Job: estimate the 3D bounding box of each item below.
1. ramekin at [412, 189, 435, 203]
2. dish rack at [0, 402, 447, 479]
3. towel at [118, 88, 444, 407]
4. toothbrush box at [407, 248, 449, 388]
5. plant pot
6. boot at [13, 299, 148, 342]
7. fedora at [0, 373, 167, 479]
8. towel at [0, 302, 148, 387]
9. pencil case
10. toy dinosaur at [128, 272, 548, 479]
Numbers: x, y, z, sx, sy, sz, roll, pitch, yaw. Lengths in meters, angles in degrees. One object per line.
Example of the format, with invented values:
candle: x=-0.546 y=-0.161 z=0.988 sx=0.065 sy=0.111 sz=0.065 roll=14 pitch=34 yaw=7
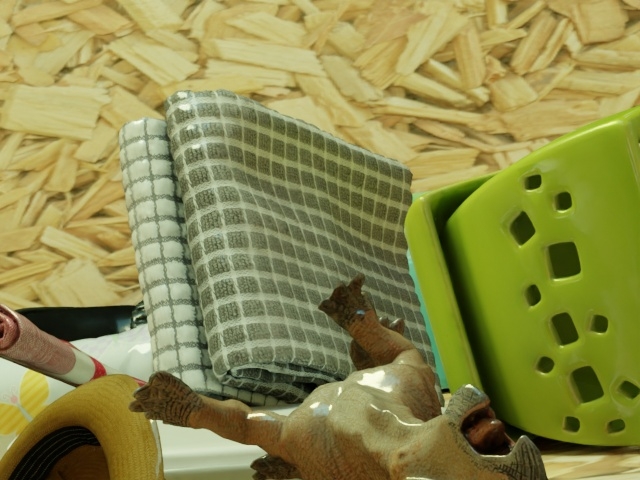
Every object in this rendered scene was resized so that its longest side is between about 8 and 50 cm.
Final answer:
ramekin: x=0.049 y=0.036 z=2.244 sx=0.303 sy=0.148 sz=0.303 roll=-11 pitch=4 yaw=1
dish rack: x=-0.052 y=0.138 z=1.197 sx=0.333 sy=0.072 sz=0.285 roll=-4 pitch=2 yaw=-3
towel: x=-0.019 y=0.025 z=1.432 sx=0.121 sy=0.235 sz=0.284 roll=-28 pitch=-27 yaw=29
toothbrush box: x=0.092 y=0.070 z=1.774 sx=0.295 sy=0.126 sz=0.216 roll=-10 pitch=3 yaw=33
plant pot: x=0.199 y=0.030 z=1.345 sx=0.207 sy=0.228 sz=0.227 roll=-16 pitch=1 yaw=31
boot: x=-0.172 y=0.109 z=1.875 sx=0.260 sy=0.131 sz=0.348 roll=-9 pitch=3 yaw=35
fedora: x=-0.112 y=0.163 z=0.933 sx=0.079 sy=0.194 sz=0.194 roll=30 pitch=-20 yaw=-31
towel: x=-0.199 y=0.088 z=1.406 sx=0.237 sy=0.037 sz=0.329 roll=17 pitch=-9 yaw=38
pencil case: x=-0.246 y=0.147 z=1.673 sx=0.273 sy=0.113 sz=0.124 roll=-10 pitch=0 yaw=12
toy dinosaur: x=0.040 y=0.132 z=0.880 sx=0.127 sy=0.200 sz=0.295 roll=-40 pitch=-27 yaw=-2
